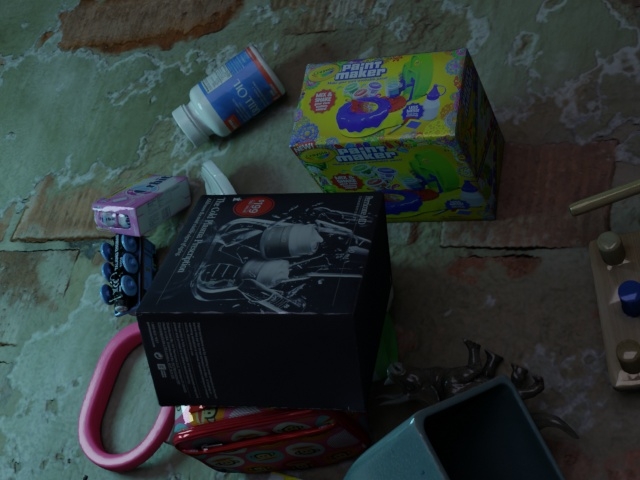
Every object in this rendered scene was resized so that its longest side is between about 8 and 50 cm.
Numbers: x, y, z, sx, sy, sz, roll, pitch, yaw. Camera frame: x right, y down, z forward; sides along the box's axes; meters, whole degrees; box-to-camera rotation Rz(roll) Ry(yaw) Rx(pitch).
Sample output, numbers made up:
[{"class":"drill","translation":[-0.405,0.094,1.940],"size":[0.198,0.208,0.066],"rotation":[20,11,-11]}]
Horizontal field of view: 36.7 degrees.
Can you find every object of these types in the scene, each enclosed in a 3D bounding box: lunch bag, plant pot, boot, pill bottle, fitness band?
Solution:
[{"class":"lunch bag","translation":[-0.082,0.279,1.543],"size":[0.293,0.258,0.120],"rotation":[-14,57,18]},{"class":"plant pot","translation":[0.172,0.372,1.360],"size":[0.252,0.247,0.248],"rotation":[-38,72,38]},{"class":"boot","translation":[-0.206,-0.043,1.884],"size":[0.123,0.095,0.258],"rotation":[-32,55,-3]},{"class":"pill bottle","translation":[-0.193,-0.294,2.006],"size":[0.221,0.124,0.124],"rotation":[-36,54,3]},{"class":"fitness band","translation":[-0.340,0.284,1.788],"size":[0.209,0.054,0.291],"rotation":[3,63,27]}]

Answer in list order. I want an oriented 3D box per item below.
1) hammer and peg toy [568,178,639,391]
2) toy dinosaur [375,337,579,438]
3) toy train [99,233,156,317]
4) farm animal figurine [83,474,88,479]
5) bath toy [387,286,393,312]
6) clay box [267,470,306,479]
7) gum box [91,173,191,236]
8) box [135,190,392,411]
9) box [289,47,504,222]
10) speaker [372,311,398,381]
[{"class":"hammer and peg toy","translation":[0.539,0.043,1.472],"size":[0.265,0.127,0.361],"rotation":[-13,58,20]},{"class":"toy dinosaur","translation":[0.259,0.257,1.507],"size":[0.313,0.121,0.160],"rotation":[27,88,29]},{"class":"toy train","translation":[-0.374,0.067,1.895],"size":[0.080,0.105,0.184],"rotation":[-23,54,23]},{"class":"farm animal figurine","translation":[-0.341,0.554,1.465],"size":[0.172,0.330,0.327],"rotation":[18,70,28]},{"class":"bath toy","translation":[-0.041,0.085,1.720],"size":[0.348,0.151,0.129],"rotation":[-9,37,15]},{"class":"clay box","translation":[-0.034,0.437,1.491],"size":[0.222,0.053,0.127],"rotation":[-8,53,60]},{"class":"gum box","translation":[-0.357,-0.071,1.929],"size":[0.107,0.062,0.188],"rotation":[6,26,27]},{"class":"box","translation":[-0.067,0.081,1.470],"size":[0.312,0.179,0.343],"rotation":[0,32,11]},{"class":"box","translation":[0.142,-0.172,1.684],"size":[0.289,0.279,0.177],"rotation":[-1,62,25]},{"class":"speaker","translation":[-0.024,0.193,1.640],"size":[0.296,0.131,0.131],"rotation":[-10,59,15]}]
